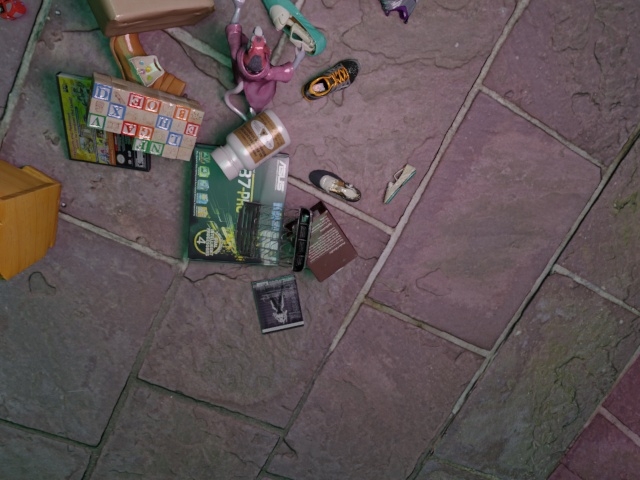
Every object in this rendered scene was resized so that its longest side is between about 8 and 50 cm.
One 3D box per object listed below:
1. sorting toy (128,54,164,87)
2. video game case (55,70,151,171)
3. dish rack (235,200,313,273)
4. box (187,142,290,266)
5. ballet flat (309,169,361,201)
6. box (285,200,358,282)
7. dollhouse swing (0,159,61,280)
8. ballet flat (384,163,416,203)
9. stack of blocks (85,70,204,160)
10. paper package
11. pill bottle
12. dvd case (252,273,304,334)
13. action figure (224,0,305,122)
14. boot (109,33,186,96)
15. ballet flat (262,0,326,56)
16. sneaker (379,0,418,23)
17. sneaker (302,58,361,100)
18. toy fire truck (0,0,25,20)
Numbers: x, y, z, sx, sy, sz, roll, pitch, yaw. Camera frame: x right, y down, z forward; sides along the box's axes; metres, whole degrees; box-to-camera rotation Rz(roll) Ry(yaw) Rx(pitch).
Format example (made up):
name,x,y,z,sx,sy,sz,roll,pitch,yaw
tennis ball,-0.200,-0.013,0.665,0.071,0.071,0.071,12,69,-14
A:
name,x,y,z,sx,sy,sz,roll,pitch,yaw
sorting toy,-0.502,-0.501,1.214,0.075,0.045,0.083,-26,117,-6
video game case,-0.661,-0.358,1.288,0.247,0.035,0.275,8,127,-10
dish rack,-0.156,-0.020,1.337,0.271,0.074,0.209,10,96,15
box,-0.282,-0.118,1.427,0.317,0.097,0.396,5,104,-12
ballet flat,0.058,-0.192,1.467,0.203,0.074,0.074,24,102,-14
box,0.000,0.000,1.463,0.168,0.167,0.203,-34,108,3
dollhouse swing,-0.996,-0.096,1.200,0.304,0.347,0.316,13,104,-12
ballet flat,0.277,-0.207,1.510,0.052,0.057,0.168,43,93,11
stack of blocks,-0.517,-0.355,1.222,0.296,0.087,0.171,6,125,-37
paper package,-0.494,-0.748,1.110,0.309,0.168,0.325,-31,112,-34
pill bottle,-0.217,-0.290,1.279,0.229,0.131,0.131,-36,108,-7
dvd case,-0.160,0.245,1.591,0.164,0.018,0.222,-11,107,-6
action figure,-0.209,-0.504,1.179,0.248,0.370,0.276,34,98,-17
boot,-0.521,-0.522,1.266,0.219,0.109,0.284,18,105,-11
ballet flat,-0.088,-0.669,1.290,0.247,0.083,0.087,35,58,-18
sneaker,0.202,-0.776,1.312,0.223,0.083,0.098,19,108,-14
sneaker,0.042,-0.524,1.361,0.214,0.083,0.084,-32,106,1
toy fire truck,-0.874,-0.739,1.167,0.135,0.047,0.192,-11,108,14
